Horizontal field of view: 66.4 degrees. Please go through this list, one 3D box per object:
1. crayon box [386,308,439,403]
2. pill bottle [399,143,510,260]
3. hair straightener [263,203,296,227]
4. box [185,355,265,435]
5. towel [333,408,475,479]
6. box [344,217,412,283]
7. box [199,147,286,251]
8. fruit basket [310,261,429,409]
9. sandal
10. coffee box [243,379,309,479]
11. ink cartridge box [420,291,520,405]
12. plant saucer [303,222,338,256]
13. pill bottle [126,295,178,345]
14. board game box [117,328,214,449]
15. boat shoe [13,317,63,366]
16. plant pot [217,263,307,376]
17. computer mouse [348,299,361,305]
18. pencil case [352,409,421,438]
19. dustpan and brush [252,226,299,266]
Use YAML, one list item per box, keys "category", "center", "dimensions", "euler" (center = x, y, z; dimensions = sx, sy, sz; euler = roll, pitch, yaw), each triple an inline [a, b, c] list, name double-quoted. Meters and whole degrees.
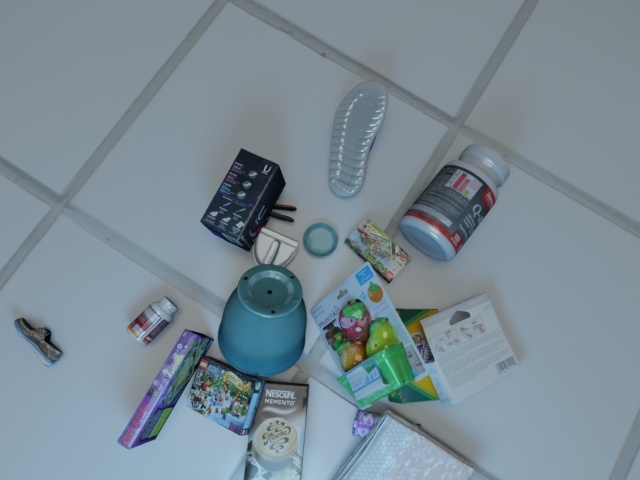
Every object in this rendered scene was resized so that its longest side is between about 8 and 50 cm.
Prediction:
- category: "crayon box"
  center: [0.291, 0.354, 1.521]
  dimensions: [0.165, 0.081, 0.278]
  euler: [4, 76, -26]
- category: "pill bottle"
  center: [0.444, -0.128, 1.600]
  dimensions: [0.210, 0.210, 0.363]
  euler: [39, 79, 7]
- category: "hair straightener"
  center: [-0.200, -0.088, 1.653]
  dimensions: [0.230, 0.047, 0.089]
  euler: [10, 77, 1]
- category: "box"
  center: [-0.287, 0.457, 1.459]
  dimensions: [0.233, 0.044, 0.159]
  euler: [12, 83, 33]
- category: "towel"
  center: [0.230, 0.709, 1.429]
  dimensions: [0.317, 0.053, 0.332]
  euler: [35, 95, 0]
- category: "box"
  center: [0.193, 0.033, 1.644]
  dimensions: [0.207, 0.036, 0.114]
  euler: [43, 79, 7]
- category: "box"
  center: [-0.239, -0.125, 1.560]
  dimensions: [0.143, 0.165, 0.270]
  euler: [25, 79, 10]
- category: "fruit basket"
  center: [0.120, 0.292, 1.438]
  dimensions: [0.165, 0.327, 0.353]
  euler: [-16, 69, -45]
- category: "sandal"
  center: [0.122, -0.352, 1.705]
  dimensions: [0.169, 0.102, 0.416]
  euler: [18, 90, 17]
- category: "coffee box"
  center: [-0.128, 0.577, 1.465]
  dimensions: [0.168, 0.119, 0.297]
  euler: [4, 77, 0]
- category: "ink cartridge box"
  center: [0.451, 0.330, 1.518]
  dimensions: [0.296, 0.066, 0.261]
  euler: [-16, 78, -28]
- category: "plant saucer"
  center: [0.000, 0.000, 1.652]
  dimensions: [0.119, 0.021, 0.119]
  euler: [0, 78, -2]
- category: "pill bottle"
  center: [-0.526, 0.251, 1.544]
  dimensions: [0.086, 0.086, 0.152]
  euler: [43, 79, 8]
- category: "board game box"
  center: [-0.445, 0.430, 1.444]
  dimensions: [0.056, 0.208, 0.347]
  euler: [29, 77, 4]
- category: "boat shoe"
  center: [-0.880, 0.306, 1.536]
  dimensions: [0.066, 0.066, 0.183]
  euler: [-40, 91, -15]
- category: "plant pot"
  center: [-0.157, 0.216, 1.427]
  dimensions: [0.271, 0.255, 0.272]
  euler: [7, 48, -8]
- category: "computer mouse"
  center: [0.168, 0.289, 1.588]
  dimensions: [0.071, 0.041, 0.242]
  euler: [-29, 72, -20]
- category: "pencil case"
  center: [0.199, 0.580, 1.492]
  dimensions: [0.206, 0.088, 0.086]
  euler: [12, 87, 2]
- category: "dustpan and brush"
  center: [-0.174, 0.070, 1.608]
  dimensions: [0.147, 0.060, 0.211]
  euler: [24, 85, -1]
